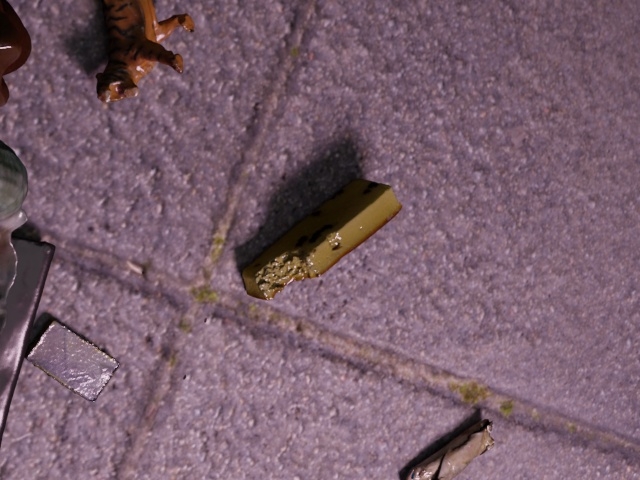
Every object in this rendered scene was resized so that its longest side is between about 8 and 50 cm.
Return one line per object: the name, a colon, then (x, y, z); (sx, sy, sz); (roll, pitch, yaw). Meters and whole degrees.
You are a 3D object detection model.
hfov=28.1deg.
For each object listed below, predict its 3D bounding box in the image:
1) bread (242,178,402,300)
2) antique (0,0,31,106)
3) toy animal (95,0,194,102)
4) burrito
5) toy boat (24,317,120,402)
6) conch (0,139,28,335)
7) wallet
bread: (0.000, 0.000, 1.701); (0.226, 0.088, 0.049); (-39, 120, -21)
antique: (-0.427, -0.212, 1.352); (0.257, 0.143, 0.121); (-8, 148, -32)
toy animal: (-0.227, -0.296, 1.495); (0.116, 0.114, 0.255); (-9, 105, 13)
burrito: (0.197, 0.331, 1.930); (0.171, 0.042, 0.051); (-34, 116, -26)
toy boat: (-0.305, 0.149, 1.577); (0.115, 0.016, 0.063); (41, 78, -32)
conch: (-0.399, -0.024, 1.375); (0.220, 0.195, 0.277); (31, 41, -59)
wallet: (-0.412, 0.126, 1.494); (0.146, 0.030, 0.285); (13, 93, -35)
